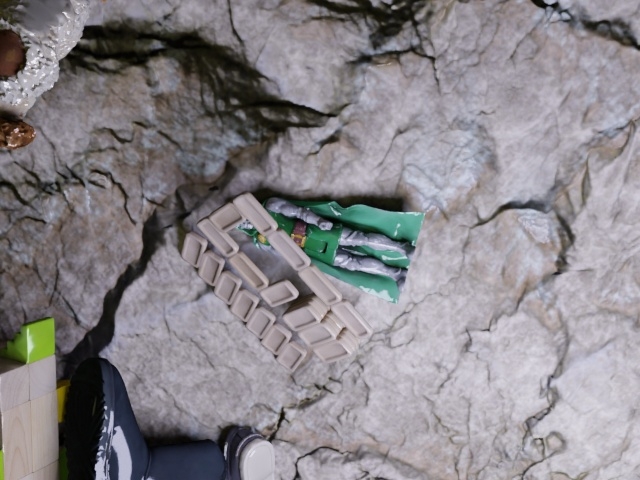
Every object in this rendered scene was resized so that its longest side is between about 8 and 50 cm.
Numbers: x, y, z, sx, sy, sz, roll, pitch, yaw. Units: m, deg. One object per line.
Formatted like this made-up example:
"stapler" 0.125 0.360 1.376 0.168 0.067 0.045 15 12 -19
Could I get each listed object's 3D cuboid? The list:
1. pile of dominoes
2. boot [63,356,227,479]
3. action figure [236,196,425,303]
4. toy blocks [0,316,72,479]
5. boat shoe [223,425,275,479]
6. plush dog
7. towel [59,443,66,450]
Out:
"pile of dominoes" -0.055 0.052 1.313 0.251 0.040 0.196 49 141 -14
"boot" -0.225 0.274 1.376 0.094 0.207 0.247 -6 83 45
"action figure" 0.000 0.000 1.301 0.232 0.063 0.137 15 117 3
"toy blocks" -0.473 0.274 1.371 0.260 0.190 0.382 8 104 28
"boat shoe" -0.105 0.349 1.468 0.065 0.075 0.206 31 128 40
"plush dog" -0.363 -0.233 1.195 0.225 0.210 0.262 -41 75 34
"towel" -0.337 0.468 1.515 0.320 0.090 0.375 -23 109 14
